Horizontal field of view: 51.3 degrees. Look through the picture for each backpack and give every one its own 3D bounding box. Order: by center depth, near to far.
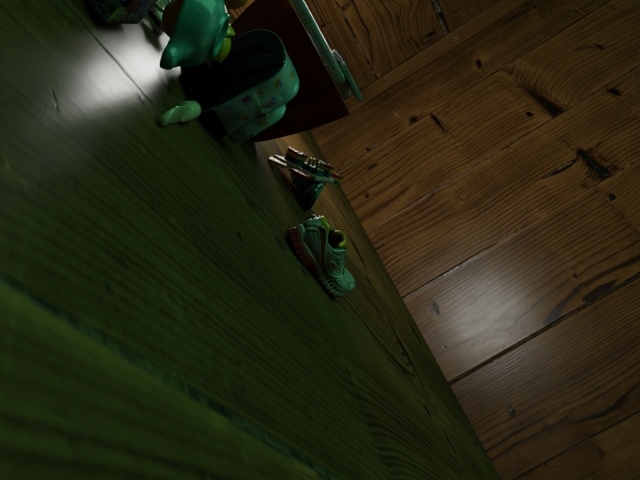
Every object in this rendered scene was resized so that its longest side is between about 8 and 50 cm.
[{"bbox_3d":[-0.132,-0.280,1.192,0.144,0.188,0.166,50,10,-51],"label":"backpack"}]

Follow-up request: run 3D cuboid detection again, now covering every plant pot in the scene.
[{"bbox_3d":[-0.109,-0.368,1.516,0.267,0.236,0.267,62,7,5],"label":"plant pot"}]

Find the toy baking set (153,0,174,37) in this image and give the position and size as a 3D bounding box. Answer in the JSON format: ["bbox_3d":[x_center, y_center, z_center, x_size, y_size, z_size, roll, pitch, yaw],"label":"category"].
[{"bbox_3d":[-0.282,-0.436,1.311,0.197,0.030,0.256,58,9,-8],"label":"toy baking set"}]

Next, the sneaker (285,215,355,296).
[{"bbox_3d":[0.023,0.035,1.318,0.225,0.093,0.088,51,10,-49],"label":"sneaker"}]

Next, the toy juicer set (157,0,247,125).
[{"bbox_3d":[-0.187,-0.302,0.986,0.089,0.329,0.209,22,-8,-5],"label":"toy juicer set"}]

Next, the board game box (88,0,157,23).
[{"bbox_3d":[-0.232,-0.392,0.927,0.060,0.194,0.194,43,10,-15],"label":"board game box"}]

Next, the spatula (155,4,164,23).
[{"bbox_3d":[-0.293,-0.427,1.399,0.168,0.019,0.242,54,8,-26],"label":"spatula"}]

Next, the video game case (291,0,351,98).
[{"bbox_3d":[0.006,-0.409,1.428,0.193,0.023,0.212,62,7,2],"label":"video game case"}]

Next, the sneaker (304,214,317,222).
[{"bbox_3d":[0.000,0.000,1.514,0.067,0.042,0.118,42,25,-54],"label":"sneaker"}]

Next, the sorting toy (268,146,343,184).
[{"bbox_3d":[-0.038,-0.200,1.738,0.132,0.046,0.274,29,12,19],"label":"sorting toy"}]

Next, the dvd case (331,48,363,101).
[{"bbox_3d":[0.056,-0.352,1.417,0.087,0.013,0.119,58,6,-31],"label":"dvd case"}]

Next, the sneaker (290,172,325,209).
[{"bbox_3d":[-0.046,-0.145,1.790,0.098,0.083,0.223,30,12,-2],"label":"sneaker"}]
